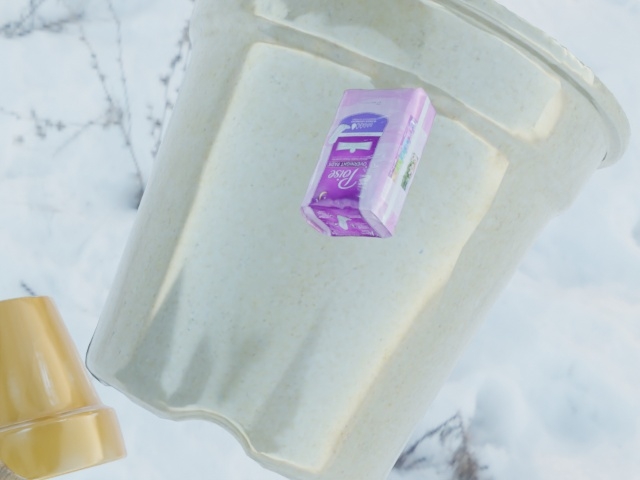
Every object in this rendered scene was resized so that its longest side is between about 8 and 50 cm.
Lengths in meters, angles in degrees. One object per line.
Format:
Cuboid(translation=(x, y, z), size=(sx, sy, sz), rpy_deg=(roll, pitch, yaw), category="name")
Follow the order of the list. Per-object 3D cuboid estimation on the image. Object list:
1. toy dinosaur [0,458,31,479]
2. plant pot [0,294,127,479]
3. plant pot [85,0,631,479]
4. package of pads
Cuboid(translation=(-0.139, 0.077, 0.379), size=(0.211, 0.112, 0.064), rpy_deg=(23, 22, 21), category="toy dinosaur")
Cuboid(translation=(-0.325, 0.164, 1.229), size=(0.205, 0.205, 0.188), rpy_deg=(-11, 82, -26), category="plant pot")
Cuboid(translation=(0.000, 0.000, 0.820), size=(0.333, 0.334, 0.306), rpy_deg=(25, 84, 3), category="plant pot")
Cuboid(translation=(0.025, -0.043, 0.623), size=(0.050, 0.032, 0.083), rpy_deg=(2, 60, 37), category="package of pads")
